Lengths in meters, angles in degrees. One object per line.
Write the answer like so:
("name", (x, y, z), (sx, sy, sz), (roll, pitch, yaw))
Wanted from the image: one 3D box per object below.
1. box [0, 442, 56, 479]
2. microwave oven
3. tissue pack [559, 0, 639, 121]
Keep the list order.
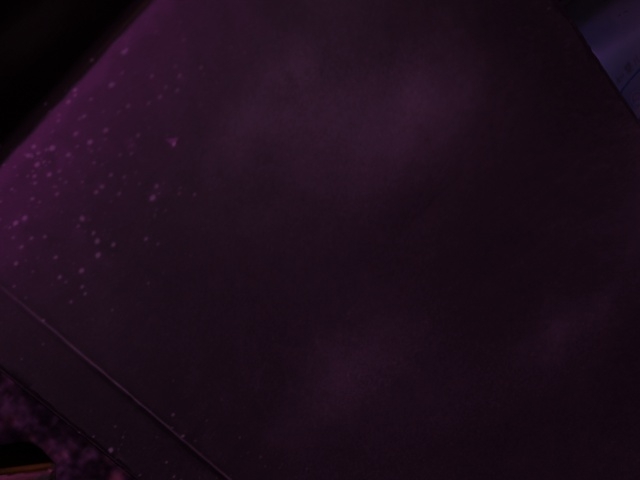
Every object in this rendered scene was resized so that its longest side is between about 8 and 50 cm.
("box", (-0.246, 0.279, 0.775), (0.173, 0.043, 0.311), (-3, 105, -31))
("microwave oven", (0.000, 0.000, 0.732), (0.374, 0.236, 0.432), (-49, 124, -11))
("tissue pack", (0.272, -0.139, 0.954), (0.263, 0.089, 0.177), (-39, 119, -18))
